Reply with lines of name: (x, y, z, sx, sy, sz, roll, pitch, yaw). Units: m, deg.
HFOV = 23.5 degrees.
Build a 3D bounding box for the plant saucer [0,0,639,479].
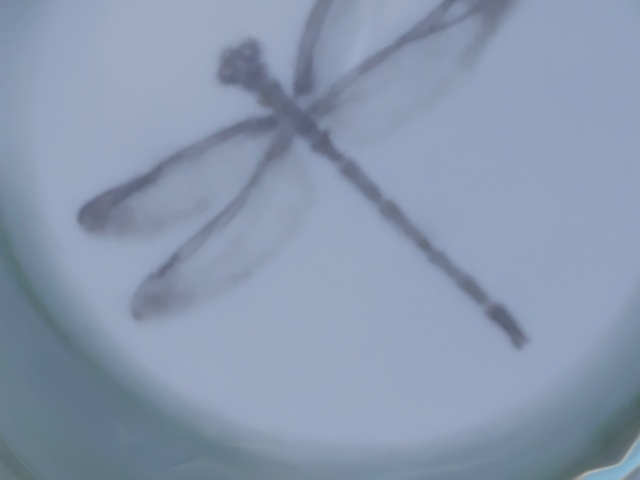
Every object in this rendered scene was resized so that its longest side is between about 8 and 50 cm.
plant saucer: (0.004, -0.020, 0.436, 0.400, 0.100, 0.400, 2, 108, 7)
